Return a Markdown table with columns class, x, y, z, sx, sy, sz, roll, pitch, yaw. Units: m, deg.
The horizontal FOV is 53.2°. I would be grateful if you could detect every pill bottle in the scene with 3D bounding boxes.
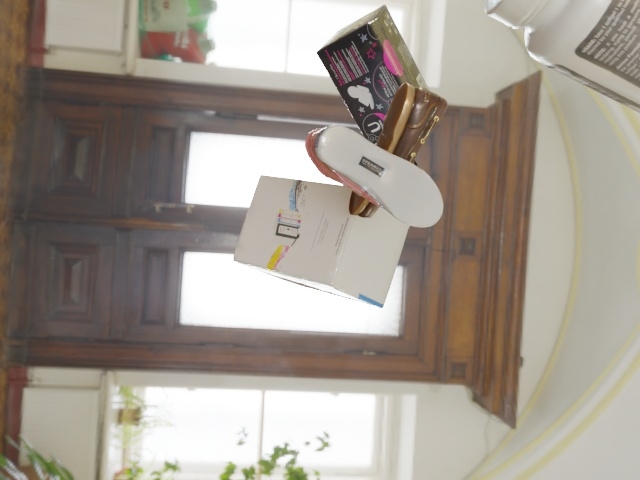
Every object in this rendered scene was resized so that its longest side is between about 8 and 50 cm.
| class | x | y | z | sx | sy | sz | roll | pitch | yaw |
| --- | --- | --- | --- | --- | --- | --- | --- | --- | --- |
| pill bottle | 0.388 | -0.291 | 0.846 | 0.176 | 0.319 | 0.176 | -157 | -90 | -80 |

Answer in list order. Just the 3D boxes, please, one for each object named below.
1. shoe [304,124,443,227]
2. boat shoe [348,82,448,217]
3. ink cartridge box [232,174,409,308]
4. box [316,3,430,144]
| class | x | y | z | sx | sy | sz | roll | pitch | yaw |
| --- | --- | --- | --- | --- | --- | --- | --- | --- | --- |
| shoe | 0.062 | -0.079 | 0.759 | 0.063 | 0.178 | 0.081 | -58 | -162 | 0 |
| boat shoe | 0.108 | -0.115 | 0.898 | 0.073 | 0.073 | 0.207 | -105 | -144 | -54 |
| ink cartridge box | 0.000 | 0.000 | 1.127 | 0.171 | 0.233 | 0.168 | 28 | 77 | -51 |
| box | 0.126 | -0.366 | 1.426 | 0.247 | 0.142 | 0.163 | 58 | 33 | -21 |
